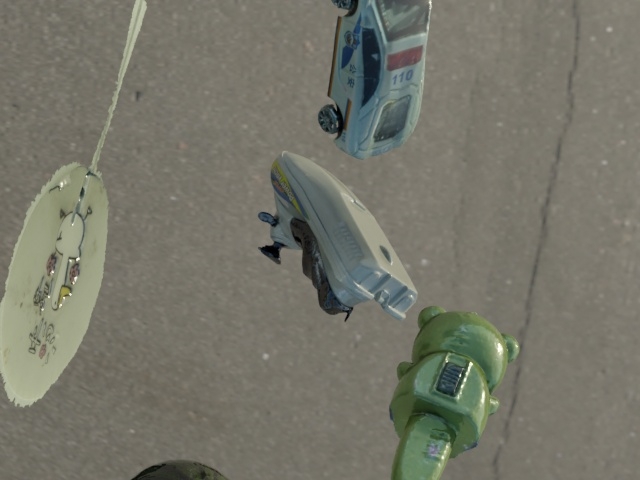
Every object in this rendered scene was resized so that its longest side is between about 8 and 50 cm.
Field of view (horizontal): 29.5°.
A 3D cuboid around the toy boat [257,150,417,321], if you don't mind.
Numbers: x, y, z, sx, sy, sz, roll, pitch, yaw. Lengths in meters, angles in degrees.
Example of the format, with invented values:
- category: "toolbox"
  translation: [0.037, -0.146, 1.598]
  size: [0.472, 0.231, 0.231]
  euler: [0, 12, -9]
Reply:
- category: "toy boat"
  translation: [0.007, -0.001, 1.498]
  size: [0.141, 0.269, 0.140]
  euler: [-21, 131, -26]

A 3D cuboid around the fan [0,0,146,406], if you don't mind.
- category: "fan"
  translation: [-0.229, -0.042, 1.164]
  size: [0.233, 0.012, 0.414]
  euler: [68, 36, -75]

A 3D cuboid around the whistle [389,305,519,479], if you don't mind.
- category: "whistle"
  translation: [0.117, 0.150, 1.146]
  size: [0.085, 0.105, 0.227]
  euler: [101, 12, -49]

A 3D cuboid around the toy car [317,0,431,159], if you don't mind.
- category: "toy car"
  translation: [0.053, -0.165, 1.042]
  size: [0.095, 0.056, 0.204]
  euler: [-21, 132, -35]

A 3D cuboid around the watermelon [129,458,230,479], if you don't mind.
- category: "watermelon"
  translation: [-0.091, 0.196, 0.820]
  size: [0.105, 0.105, 0.133]
  euler: [-5, 144, -41]
